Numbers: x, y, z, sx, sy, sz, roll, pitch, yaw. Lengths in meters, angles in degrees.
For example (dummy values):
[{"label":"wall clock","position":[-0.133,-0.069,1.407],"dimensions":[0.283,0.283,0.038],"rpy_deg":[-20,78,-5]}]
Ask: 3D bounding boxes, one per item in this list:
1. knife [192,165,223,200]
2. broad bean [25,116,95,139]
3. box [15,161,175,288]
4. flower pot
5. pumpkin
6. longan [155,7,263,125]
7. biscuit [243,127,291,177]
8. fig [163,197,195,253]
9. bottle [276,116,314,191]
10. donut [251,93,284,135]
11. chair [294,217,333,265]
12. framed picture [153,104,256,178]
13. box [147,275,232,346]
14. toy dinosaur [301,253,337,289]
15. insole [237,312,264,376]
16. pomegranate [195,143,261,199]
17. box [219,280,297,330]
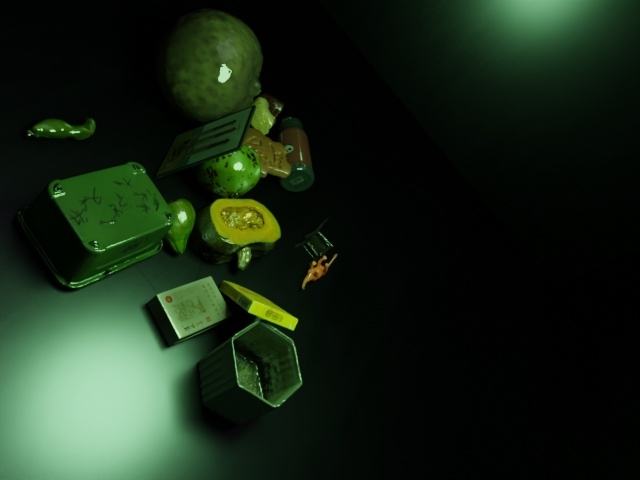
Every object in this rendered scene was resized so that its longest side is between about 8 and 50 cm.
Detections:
[{"label":"knife","position":[-0.384,-0.201,1.768],"dimensions":[0.244,0.032,0.058],"rpy_deg":[53,39,6]},{"label":"broad bean","position":[-0.724,-0.313,1.449],"dimensions":[0.070,0.048,0.213],"rpy_deg":[57,35,4]},{"label":"box","position":[-0.552,-0.059,1.322],"dimensions":[0.253,0.177,0.328],"rpy_deg":[53,35,2]},{"label":"flower pot","position":[-0.188,0.354,1.380],"dimensions":[0.209,0.189,0.240],"rpy_deg":[12,52,-41]},{"label":"pumpkin","position":[-0.262,-0.013,1.656],"dimensions":[0.317,0.139,0.222],"rpy_deg":[0,58,-52]},{"label":"longan","position":[-0.377,-0.591,1.784],"dimensions":[0.391,0.391,0.391],"rpy_deg":[29,42,-30]},{"label":"biscuit","position":[-0.257,-0.319,1.920],"dimensions":[0.306,0.043,0.284],"rpy_deg":[-21,60,-38]},{"label":"fig","position":[-0.418,-0.040,1.514],"dimensions":[0.123,0.123,0.156],"rpy_deg":[-20,86,-53]},{"label":"bottle","position":[-0.109,-0.366,2.110],"dimensions":[0.143,0.144,0.336],"rpy_deg":[23,45,-36]},{"label":"donut","position":[-0.232,-0.545,2.172],"dimensions":[0.141,0.085,0.217],"rpy_deg":[37,40,-23]},{"label":"chair","position":[0.000,0.000,1.985],"dimensions":[0.101,0.084,0.212],"rpy_deg":[50,35,1]},{"label":"framed picture","position":[-0.365,-0.314,1.642],"dimensions":[0.013,0.323,0.244],"rpy_deg":[57,27,-38]},{"label":"box","position":[-0.359,0.192,1.435],"dimensions":[0.201,0.058,0.141],"rpy_deg":[-21,78,-54]},{"label":"toy dinosaur","position":[0.000,0.104,1.904],"dimensions":[0.055,0.101,0.279],"rpy_deg":[43,43,13]},{"label":"insole","position":[-0.207,0.303,1.560],"dimensions":[0.086,0.005,0.253],"rpy_deg":[33,40,-28]},{"label":"pomegranate","position":[-0.301,-0.258,1.693],"dimensions":[0.211,0.211,0.263],"rpy_deg":[9,69,-45]},{"label":"box","position":[-0.185,0.183,1.494],"dimensions":[0.152,0.269,0.044],"rpy_deg":[29,85,-29]}]
